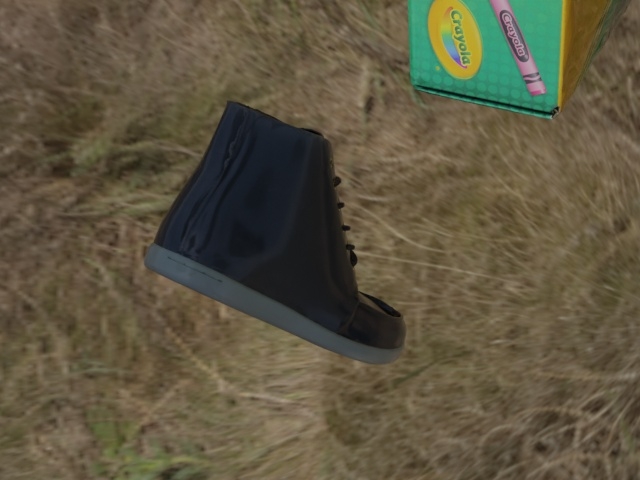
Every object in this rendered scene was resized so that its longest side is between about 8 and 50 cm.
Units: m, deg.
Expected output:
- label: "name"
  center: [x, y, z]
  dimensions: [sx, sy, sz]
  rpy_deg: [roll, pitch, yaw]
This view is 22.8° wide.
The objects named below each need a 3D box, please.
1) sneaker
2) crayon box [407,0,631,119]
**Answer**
- label: "sneaker"
  center: [0.000, 0.000, 0.988]
  dimensions: [0.083, 0.222, 0.118]
  rpy_deg: [25, 90, 41]
- label: "crayon box"
  center: [0.105, -0.220, 0.739]
  dimensions: [0.081, 0.165, 0.278]
  rpy_deg: [14, 131, 21]
